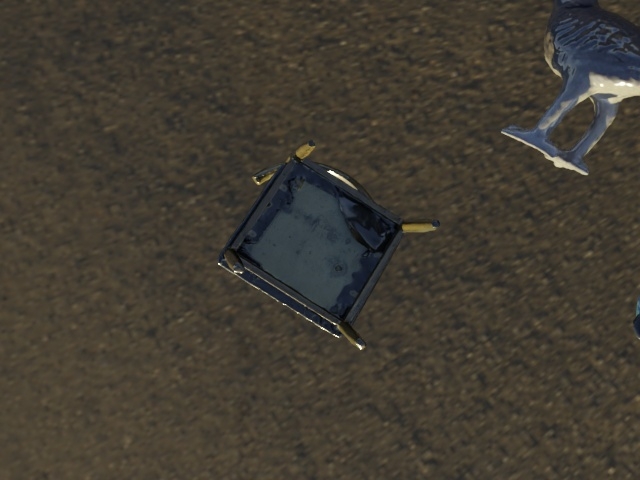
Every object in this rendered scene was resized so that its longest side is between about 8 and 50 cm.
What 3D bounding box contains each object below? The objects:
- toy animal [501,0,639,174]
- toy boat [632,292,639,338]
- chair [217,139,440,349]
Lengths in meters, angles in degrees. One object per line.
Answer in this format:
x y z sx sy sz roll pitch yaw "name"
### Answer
0.274 -0.156 1.351 0.206 0.081 0.367 -50 40 18 "toy animal"
0.385 0.087 1.368 0.223 0.097 0.100 -163 72 -64 "toy boat"
0.000 0.000 1.539 0.188 0.272 0.166 32 90 -8 "chair"
